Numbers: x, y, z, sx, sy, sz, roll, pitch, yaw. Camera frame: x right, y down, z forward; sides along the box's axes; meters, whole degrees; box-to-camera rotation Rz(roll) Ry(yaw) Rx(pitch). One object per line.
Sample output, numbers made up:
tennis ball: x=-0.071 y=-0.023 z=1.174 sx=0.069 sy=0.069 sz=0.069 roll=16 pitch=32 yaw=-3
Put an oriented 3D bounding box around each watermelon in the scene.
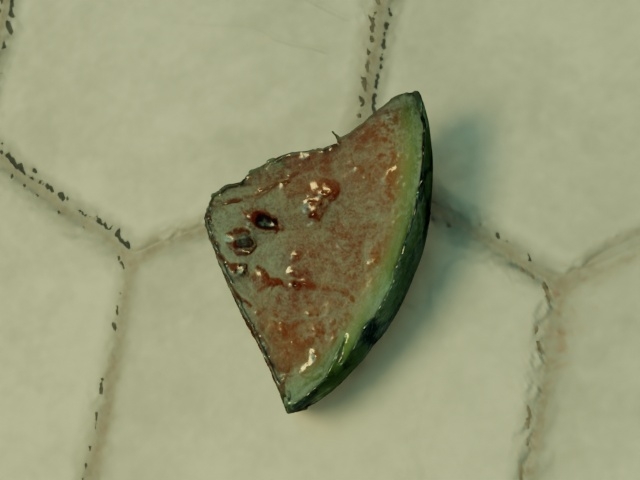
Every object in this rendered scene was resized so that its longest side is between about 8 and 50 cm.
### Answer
watermelon: x=0.000 y=0.000 z=0.961 sx=0.139 sy=0.071 sz=0.187 roll=23 pitch=90 yaw=31
